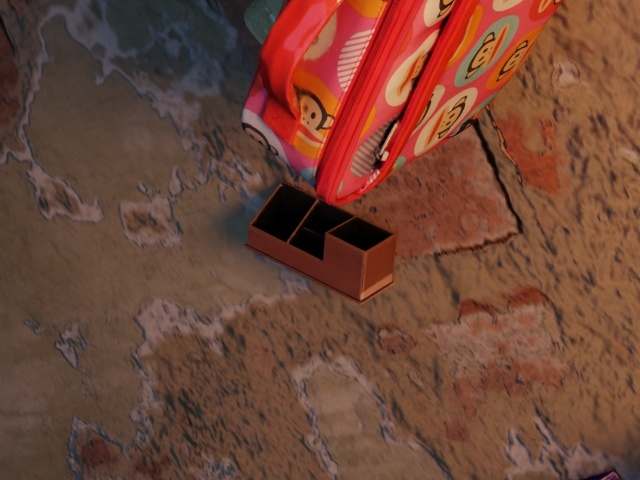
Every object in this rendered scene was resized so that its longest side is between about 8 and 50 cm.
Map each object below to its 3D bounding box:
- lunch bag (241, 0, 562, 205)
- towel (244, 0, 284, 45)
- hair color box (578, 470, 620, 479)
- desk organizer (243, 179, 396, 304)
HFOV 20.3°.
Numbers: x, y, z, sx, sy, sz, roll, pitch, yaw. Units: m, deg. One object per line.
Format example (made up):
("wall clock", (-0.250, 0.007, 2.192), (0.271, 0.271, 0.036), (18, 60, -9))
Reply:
("lunch bag", (0.062, -0.167, 1.191), (0.120, 0.258, 0.293), (43, 137, 17))
("towel", (0.006, -0.151, 1.430), (0.148, 0.027, 0.110), (55, 138, 4))
("hair color box", (0.229, 0.374, 1.468), (0.185, 0.110, 0.339), (-25, 96, 48))
("desk organizer", (0.000, 0.000, 1.511), (0.130, 0.047, 0.050), (26, 127, 31))
